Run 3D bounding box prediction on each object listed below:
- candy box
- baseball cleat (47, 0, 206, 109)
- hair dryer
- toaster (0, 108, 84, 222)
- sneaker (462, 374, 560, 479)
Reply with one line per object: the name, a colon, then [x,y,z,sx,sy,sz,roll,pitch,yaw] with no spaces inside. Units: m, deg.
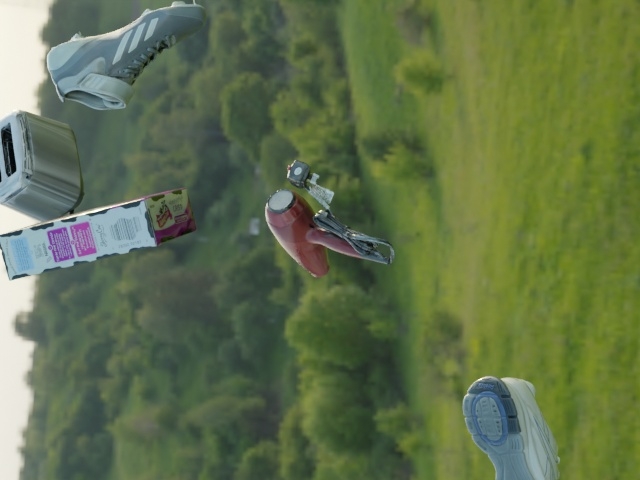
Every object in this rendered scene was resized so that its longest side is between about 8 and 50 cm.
candy box: [-0.314,-0.011,1.775,0.159,0.233,0.071,-29,-75,-74]
baseball cleat: [-0.227,-0.220,1.536,0.072,0.206,0.109,85,164,-72]
hair dryer: [0.000,0.000,2.057,0.080,0.223,0.293,-43,-5,-17]
toaster: [-0.526,-0.131,2.276,0.129,0.146,0.227,-30,58,27]
sneaker: [0.303,0.333,1.794,0.111,0.129,0.297,-15,84,41]
